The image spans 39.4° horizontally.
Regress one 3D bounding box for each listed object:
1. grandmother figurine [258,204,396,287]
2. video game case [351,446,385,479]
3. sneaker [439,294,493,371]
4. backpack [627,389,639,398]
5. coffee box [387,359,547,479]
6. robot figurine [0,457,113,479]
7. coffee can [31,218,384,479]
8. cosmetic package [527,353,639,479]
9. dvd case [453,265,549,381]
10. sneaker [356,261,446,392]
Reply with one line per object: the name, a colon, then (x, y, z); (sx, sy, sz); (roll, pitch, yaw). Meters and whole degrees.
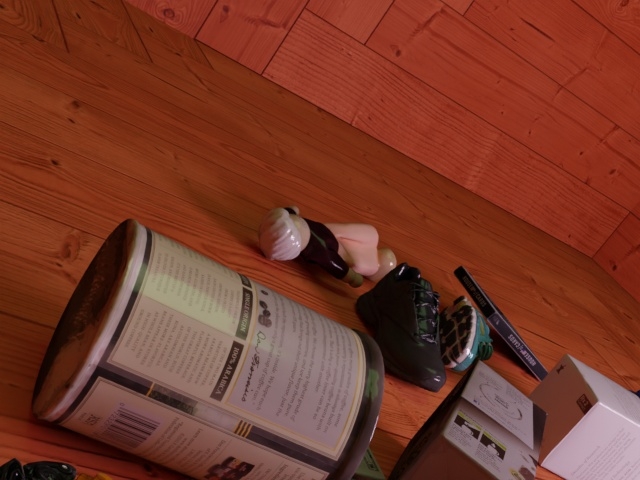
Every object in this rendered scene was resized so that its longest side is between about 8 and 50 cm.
grandmother figurine: (0.000, 0.000, 1.608); (0.208, 0.104, 0.342); (35, 12, 29)
video game case: (-0.004, 0.231, 1.105); (0.143, 0.019, 0.157); (23, 21, -34)
sneaker: (0.277, 0.179, 1.655); (0.110, 0.107, 0.275); (45, 17, 0)
backpack: (0.680, 0.372, 1.904); (0.098, 0.101, 0.120); (42, 13, -2)
coffee box: (0.165, 0.273, 1.057); (0.119, 0.168, 0.297); (38, 17, 9)
robot figurine: (-0.159, 0.245, 0.588); (0.211, 0.085, 0.291); (34, 4, -2)
coffee can: (-0.106, 0.127, 0.868); (0.275, 0.201, 0.201); (29, 18, -22)
cosmetic package: (0.462, 0.322, 1.525); (0.183, 0.151, 0.151); (30, 17, -18)
dvd case: (0.376, 0.174, 1.855); (0.239, 0.029, 0.179); (45, 9, -32)
sneaker: (0.147, 0.133, 1.472); (0.109, 0.130, 0.286); (28, 19, -29)
